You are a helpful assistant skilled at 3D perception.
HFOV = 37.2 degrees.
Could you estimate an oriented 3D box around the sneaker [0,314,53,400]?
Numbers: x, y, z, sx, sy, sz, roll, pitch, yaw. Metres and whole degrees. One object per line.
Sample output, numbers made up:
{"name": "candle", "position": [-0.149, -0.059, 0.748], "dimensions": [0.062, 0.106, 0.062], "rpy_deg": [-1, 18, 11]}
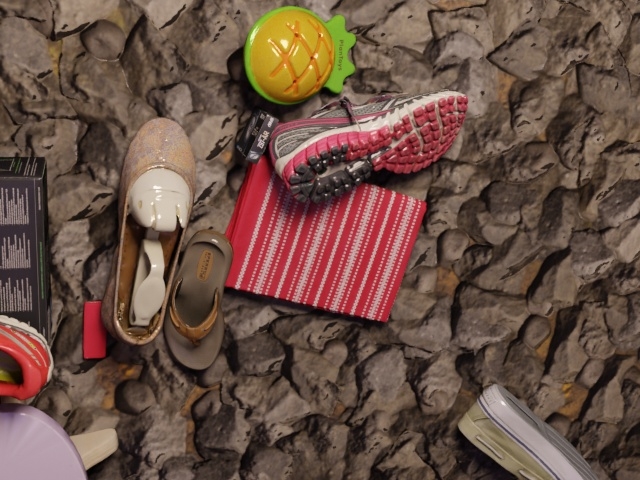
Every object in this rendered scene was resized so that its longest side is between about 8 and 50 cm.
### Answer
{"name": "sneaker", "position": [-0.449, 0.119, 1.105], "dimensions": [0.279, 0.118, 0.107], "rpy_deg": [15, 102, -18]}

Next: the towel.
{"name": "towel", "position": [0.000, 0.000, 1.371], "dimensions": [0.274, 0.031, 0.199], "rpy_deg": [15, 102, -18]}

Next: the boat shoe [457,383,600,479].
{"name": "boat shoe", "position": [0.346, 0.351, 1.533], "dimensions": [0.302, 0.109, 0.094], "rpy_deg": [43, 107, -12]}

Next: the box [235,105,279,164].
{"name": "box", "position": [-0.086, -0.142, 1.280], "dimensions": [0.018, 0.083, 0.067], "rpy_deg": [23, 99, -20]}

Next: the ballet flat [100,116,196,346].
{"name": "ballet flat", "position": [-0.221, -0.003, 1.274], "dimensions": [0.107, 0.106, 0.316], "rpy_deg": [5, 104, -22]}

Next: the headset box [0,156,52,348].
{"name": "headset box", "position": [-0.489, 0.025, 1.202], "dimensions": [0.283, 0.131, 0.246], "rpy_deg": [-2, 106, -14]}

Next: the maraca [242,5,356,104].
{"name": "maraca", "position": [-0.025, -0.245, 1.263], "dimensions": [0.185, 0.099, 0.127], "rpy_deg": [-11, 112, -38]}

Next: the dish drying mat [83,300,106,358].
{"name": "dish drying mat", "position": [-0.317, 0.125, 1.339], "dimensions": [0.032, 0.008, 0.083], "rpy_deg": [1, 104, -16]}

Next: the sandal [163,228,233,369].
{"name": "sandal", "position": [-0.169, 0.091, 1.320], "dimensions": [0.090, 0.060, 0.219], "rpy_deg": [16, 117, -3]}

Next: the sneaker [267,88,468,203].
{"name": "sneaker", "position": [0.071, -0.156, 1.307], "dimensions": [0.299, 0.112, 0.121], "rpy_deg": [-18, 140, -21]}

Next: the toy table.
{"name": "toy table", "position": [-0.400, 0.322, 1.294], "dimensions": [0.252, 0.161, 0.274], "rpy_deg": [2, 106, -15]}
